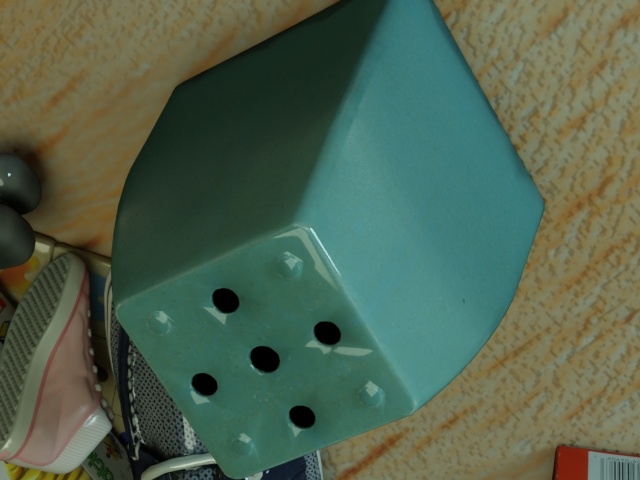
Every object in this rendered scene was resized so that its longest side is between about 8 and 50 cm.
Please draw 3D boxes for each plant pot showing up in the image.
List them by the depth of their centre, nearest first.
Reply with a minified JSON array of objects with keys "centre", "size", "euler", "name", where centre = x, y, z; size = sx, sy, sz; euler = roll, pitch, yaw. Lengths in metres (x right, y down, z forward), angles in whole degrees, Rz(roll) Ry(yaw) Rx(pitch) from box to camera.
[{"centre":[0.000,0.000,0.716],"size":[0.165,0.234,0.165],"euler":[-24,110,22],"name":"plant pot"}]

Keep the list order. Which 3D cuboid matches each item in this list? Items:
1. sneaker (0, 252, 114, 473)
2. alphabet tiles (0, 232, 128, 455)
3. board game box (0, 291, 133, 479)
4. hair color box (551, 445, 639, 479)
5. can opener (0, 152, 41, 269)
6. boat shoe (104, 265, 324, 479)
[{"centre":[-0.157,0.080,0.865],"size":[0.051,0.134,0.070],"euler":[-10,148,45],"name":"sneaker"},{"centre":[-0.253,0.104,0.956],"size":[0.342,0.011,0.285],"euler":[17,120,4],"name":"alphabet tiles"},{"centre":[-0.287,0.168,0.960],"size":[0.305,0.053,0.193],"euler":[-27,109,24],"name":"board game box"},{"centre":[0.186,0.217,0.891],"size":[0.093,0.053,0.167],"euler":[5,119,9],"name":"hair color box"},{"centre":[-0.295,0.013,0.883],"size":[0.280,0.074,0.093],"euler":[-15,147,21],"name":"can opener"},{"centre":[-0.058,0.167,0.852],"size":[0.127,0.158,0.341],"euler":[-11,117,12],"name":"boat shoe"}]
